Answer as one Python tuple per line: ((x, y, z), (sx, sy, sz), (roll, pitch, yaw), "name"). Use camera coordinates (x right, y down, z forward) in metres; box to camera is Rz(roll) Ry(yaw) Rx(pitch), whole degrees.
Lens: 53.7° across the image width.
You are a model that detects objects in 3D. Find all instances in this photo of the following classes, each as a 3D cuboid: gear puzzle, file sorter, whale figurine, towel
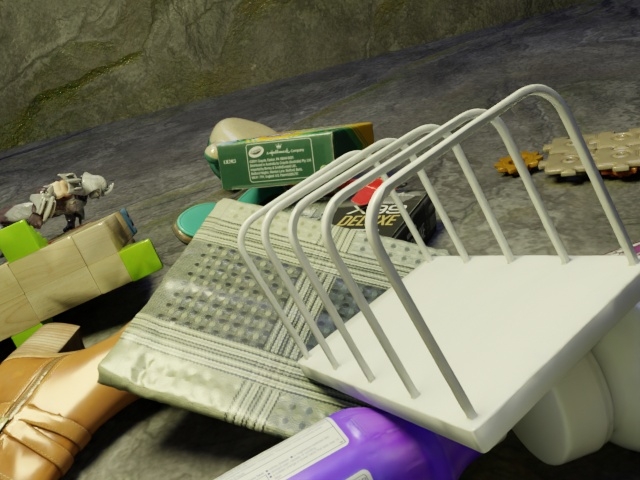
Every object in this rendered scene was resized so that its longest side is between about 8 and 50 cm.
((0.475, -0.139, 1.106), (0.339, 0.044, 0.175), (-4, 28, 27), "gear puzzle")
((0.073, 0.010, 0.522), (0.193, 0.173, 0.278), (-35, 12, -21), "file sorter")
((-0.151, -0.148, 1.360), (0.217, 0.141, 0.272), (8, 37, -30), "whale figurine")
((-0.036, 0.087, 0.720), (0.325, 0.056, 0.312), (15, 46, 13), "towel")

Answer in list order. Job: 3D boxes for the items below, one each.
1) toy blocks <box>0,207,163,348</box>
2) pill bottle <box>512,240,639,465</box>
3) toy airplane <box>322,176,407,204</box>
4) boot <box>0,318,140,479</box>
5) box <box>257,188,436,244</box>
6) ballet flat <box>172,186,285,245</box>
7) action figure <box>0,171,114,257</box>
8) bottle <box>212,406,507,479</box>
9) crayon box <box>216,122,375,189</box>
((-0.437, 0.054, 1.025), (0.382, 0.190, 0.261), (-25, 12, -2), "toy blocks")
((0.305, 0.081, 0.553), (0.302, 0.169, 0.169), (-19, 25, -11), "pill bottle")
((0.070, -0.091, 1.033), (0.151, 0.028, 0.151), (-8, 17, 3), "toy airplane")
((-0.262, 0.186, 0.709), (0.284, 0.108, 0.220), (4, 35, 11), "boot")
((0.000, 0.000, 0.997), (0.308, 0.076, 0.242), (1, 27, 30), "box")
((-0.161, -0.027, 1.129), (0.095, 0.096, 0.280), (45, 38, 13), "ballet flat")
((-0.493, -0.047, 1.106), (0.285, 0.099, 0.185), (-22, -10, -2), "action figure")
((0.021, 0.198, 0.507), (0.283, 0.118, 0.092), (-24, 33, -20), "bottle")
((-0.024, -0.160, 1.153), (0.203, 0.083, 0.323), (-3, 11, 19), "crayon box")
